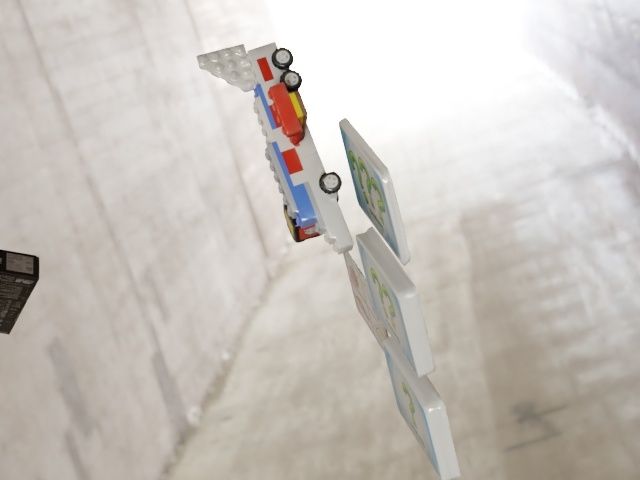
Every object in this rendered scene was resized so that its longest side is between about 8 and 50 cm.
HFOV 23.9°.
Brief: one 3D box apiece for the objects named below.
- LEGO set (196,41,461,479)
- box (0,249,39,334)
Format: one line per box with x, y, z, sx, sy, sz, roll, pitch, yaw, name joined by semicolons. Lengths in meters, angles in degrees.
0.000;0.000;0.821;0.244;0.060;0.182;-121;14;-60;LEGO set
-0.223;0.028;0.934;0.067;0.083;0.018;127;146;-46;box
